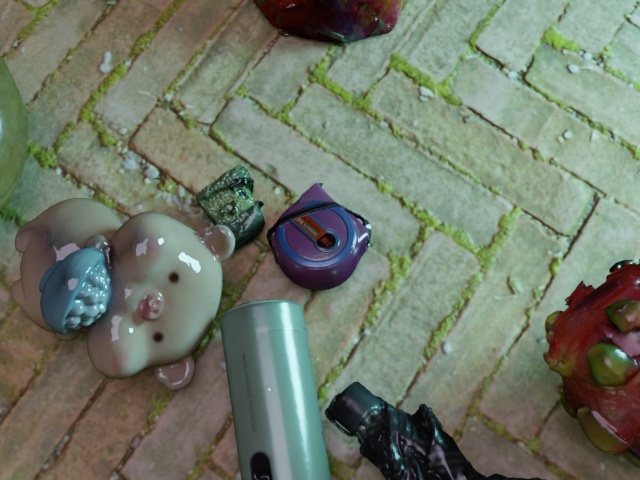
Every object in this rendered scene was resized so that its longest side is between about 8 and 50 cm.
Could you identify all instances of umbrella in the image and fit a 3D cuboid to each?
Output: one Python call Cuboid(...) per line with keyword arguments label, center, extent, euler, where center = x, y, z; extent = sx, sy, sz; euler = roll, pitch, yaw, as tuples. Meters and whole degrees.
Cuboid(label="umbrella", center=(0.157, 0.269, 1.021), extent=(0.154, 0.128, 0.337), euler=(-23, 56, -28))

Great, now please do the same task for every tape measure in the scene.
Cuboid(label="tape measure", center=(0.000, 0.000, 1.163), extent=(0.125, 0.074, 0.118), euler=(-40, 66, -16))

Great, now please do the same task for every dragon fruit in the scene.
Cuboid(label="dragon fruit", center=(0.008, -0.367, 1.256), extent=(0.273, 0.161, 0.126), euler=(-1, 66, 2))
Cuboid(label="dragon fruit", center=(0.404, 0.133, 0.996), extent=(0.307, 0.227, 0.243), euler=(-18, 103, -8))

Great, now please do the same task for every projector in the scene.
Cuboid(label="projector", center=(-0.045, 0.241, 1.055), extent=(0.108, 0.108, 0.338), euler=(-10, 68, 0))

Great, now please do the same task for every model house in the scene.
Cuboid(label="model house", center=(-0.109, -0.042, 1.190), extent=(0.078, 0.066, 0.083), euler=(-34, 72, -7))

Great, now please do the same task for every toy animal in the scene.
Cuboid(label="toy animal", center=(-0.251, 0.056, 1.107), extent=(0.221, 0.229, 0.210), euler=(23, 101, 53))

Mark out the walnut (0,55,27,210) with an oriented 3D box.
Cuboid(label="walnut", center=(-0.525, -0.147, 1.155), extent=(0.252, 0.277, 0.313), euler=(-29, 57, 34))
